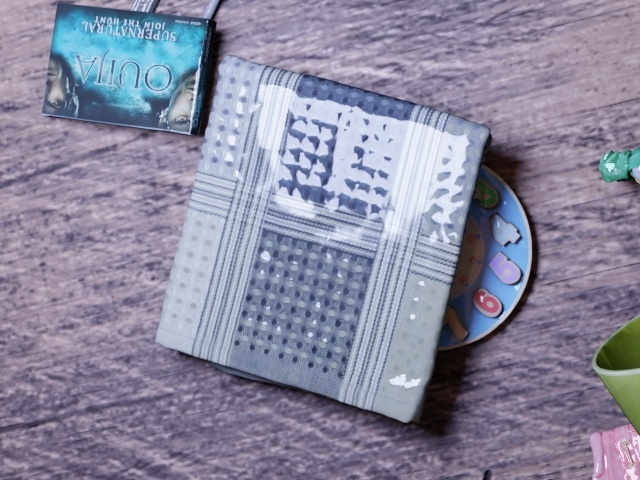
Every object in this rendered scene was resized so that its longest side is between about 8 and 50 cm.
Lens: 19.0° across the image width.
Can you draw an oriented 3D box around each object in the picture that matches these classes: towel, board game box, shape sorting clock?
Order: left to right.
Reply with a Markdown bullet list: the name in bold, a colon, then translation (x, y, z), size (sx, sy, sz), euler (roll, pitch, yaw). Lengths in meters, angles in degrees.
- **board game box**: translation (-0.207, -0.184, 2.052), size (0.186, 0.026, 0.126), euler (8, 90, 23)
- **towel**: translation (0.000, 0.000, 1.970), size (0.312, 0.056, 0.324), euler (16, 94, 19)
- **shape sorting clock**: translation (0.115, 0.010, 1.971), size (0.206, 0.040, 0.206), euler (-1, 86, 14)

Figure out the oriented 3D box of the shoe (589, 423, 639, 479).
- **shoe**: translation (0.319, 0.268, 1.897), size (0.081, 0.063, 0.178), euler (-13, 78, 14)

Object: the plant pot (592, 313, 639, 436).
- **plant pot**: translation (0.441, 0.186, 1.787), size (0.274, 0.275, 0.293), euler (-26, 96, 11)

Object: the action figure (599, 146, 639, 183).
- **action figure**: translation (0.388, -0.066, 1.882), size (0.232, 0.137, 0.063), euler (6, 101, 22)

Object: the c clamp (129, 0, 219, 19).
- **c clamp**: translation (-0.145, -0.233, 2.057), size (0.137, 0.022, 0.161), euler (33, 95, 14)
